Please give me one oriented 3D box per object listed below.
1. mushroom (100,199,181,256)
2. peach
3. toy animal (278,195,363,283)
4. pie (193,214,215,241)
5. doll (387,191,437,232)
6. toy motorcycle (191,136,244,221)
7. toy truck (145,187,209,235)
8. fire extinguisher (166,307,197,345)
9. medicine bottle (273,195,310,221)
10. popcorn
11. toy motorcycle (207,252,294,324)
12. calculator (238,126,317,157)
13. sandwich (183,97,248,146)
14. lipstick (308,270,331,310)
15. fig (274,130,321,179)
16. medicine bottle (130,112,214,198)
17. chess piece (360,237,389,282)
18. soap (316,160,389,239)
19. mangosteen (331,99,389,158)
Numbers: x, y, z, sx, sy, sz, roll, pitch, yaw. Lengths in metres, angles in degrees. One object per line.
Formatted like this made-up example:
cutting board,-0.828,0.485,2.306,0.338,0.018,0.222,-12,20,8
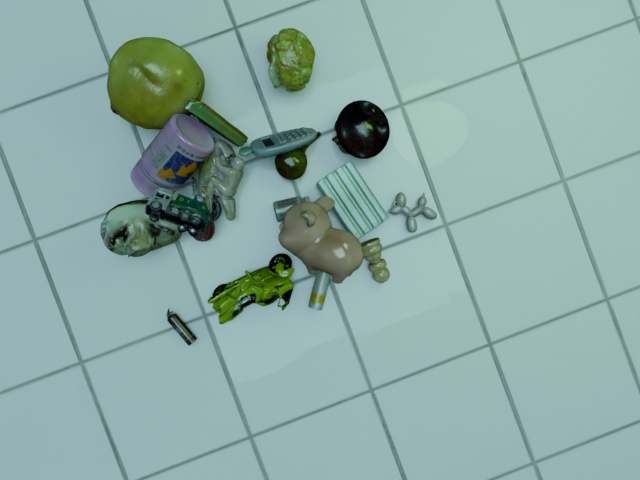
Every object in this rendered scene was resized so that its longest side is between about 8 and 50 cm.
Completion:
mushroom,-0.655,-0.040,1.776,0.267,0.164,0.190,-26,85,-22
peach,-0.582,-0.552,1.725,0.314,0.281,0.316,27,102,-23
toy animal,0.000,0.000,1.733,0.326,0.237,0.269,16,114,19
pie,-0.455,-0.067,1.821,0.154,0.036,0.154,15,119,28
doll,0.347,-0.117,1.869,0.161,0.059,0.160,-31,91,-1
toy motorcycle,-0.376,-0.240,1.803,0.223,0.108,0.341,-3,95,21
toy truck,-0.494,-0.108,1.712,0.216,0.110,0.116,19,59,-11
fire extinguisher,-0.535,0.328,1.849,0.158,0.043,0.064,50,131,-1
medicine bottle,-0.105,-0.123,1.844,0.140,0.079,0.079,-14,90,-1
popcorn,-0.109,-0.664,1.789,0.183,0.204,0.221,-3,76,-2
toy motorcycle,-0.238,0.197,1.813,0.342,0.142,0.206,-27,53,-1
calculator,-0.158,-0.359,1.796,0.299,0.185,0.041,-19,119,-9
sandwich,-0.359,-0.416,1.753,0.212,0.245,0.063,33,93,-1
lipstick,0.012,0.132,1.859,0.059,0.059,0.264,14,89,-2
fig,-0.079,-0.332,1.842,0.124,0.124,0.236,36,66,-2
medicine bottle,-0.528,-0.291,1.730,0.290,0.178,0.178,-41,91,26
chess piece,0.208,0.082,1.852,0.094,0.094,0.170,-21,95,-2
soap,0.120,-0.148,1.847,0.160,0.087,0.265,-34,91,-1
mangosteen,0.147,-0.399,1.802,0.216,0.216,0.216,0,90,-2
